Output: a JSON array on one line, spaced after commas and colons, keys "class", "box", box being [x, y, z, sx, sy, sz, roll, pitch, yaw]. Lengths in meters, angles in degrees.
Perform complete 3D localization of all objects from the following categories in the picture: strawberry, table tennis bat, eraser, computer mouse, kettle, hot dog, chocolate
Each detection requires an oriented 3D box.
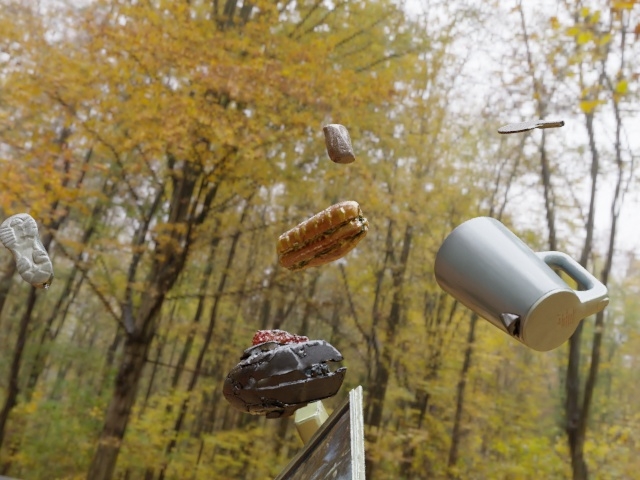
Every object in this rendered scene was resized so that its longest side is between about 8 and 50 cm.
[{"class": "strawberry", "box": [-0.086, 0.259, 1.865, 0.192, 0.085, 0.140, 13, -34, 28]}, {"class": "table tennis bat", "box": [0.454, -0.247, 1.833, 0.095, 0.014, 0.158, -22, 16, -37]}, {"class": "eraser", "box": [0.008, 0.421, 1.750, 0.058, 0.172, 0.117, -25, 6, 7]}, {"class": "computer mouse", "box": [-0.070, 0.259, 1.587, 0.241, 0.147, 0.077, -15, -2, 2]}, {"class": "kettle", "box": [0.348, 0.075, 1.452, 0.210, 0.160, 0.243, -13, 31, -22]}, {"class": "hot dog", "box": [0.000, 0.000, 1.944, 0.269, 0.072, 0.115, -31, -78, 37]}, {"class": "chocolate", "box": [0.046, -0.225, 1.933, 0.064, 0.101, 0.031, -1, -23, -25]}]

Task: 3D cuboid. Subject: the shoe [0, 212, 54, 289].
[{"class": "shoe", "box": [-0.562, 0.031, 1.651, 0.071, 0.169, 0.099, -26, -25, -15]}]

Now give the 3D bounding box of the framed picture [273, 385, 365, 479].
[{"class": "framed picture", "box": [-0.033, 0.359, 1.171, 0.019, 0.296, 0.232, 33, 19, -12]}]
